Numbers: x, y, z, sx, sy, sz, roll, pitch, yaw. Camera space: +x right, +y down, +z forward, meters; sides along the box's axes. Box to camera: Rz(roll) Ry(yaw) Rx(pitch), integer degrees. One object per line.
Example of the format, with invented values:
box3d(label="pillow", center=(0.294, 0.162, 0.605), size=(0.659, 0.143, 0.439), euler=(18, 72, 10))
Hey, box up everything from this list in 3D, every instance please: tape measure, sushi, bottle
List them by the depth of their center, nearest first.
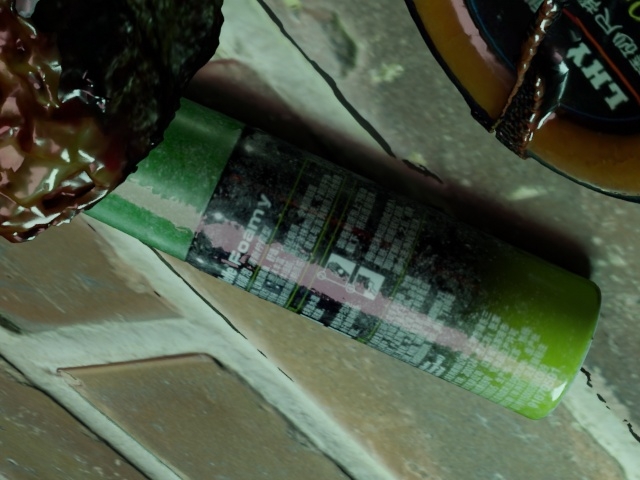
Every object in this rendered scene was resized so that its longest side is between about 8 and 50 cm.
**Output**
box3d(label="tape measure", center=(0.125, -0.117, 0.540), size=(0.202, 0.135, 0.223), euler=(50, 154, -1))
box3d(label="sushi", center=(-0.175, -0.159, 0.644), size=(0.196, 0.182, 0.343), euler=(-13, 130, 23))
box3d(label="bottle", center=(0.000, 0.000, 0.858), size=(0.330, 0.093, 0.093), euler=(25, 148, -3))

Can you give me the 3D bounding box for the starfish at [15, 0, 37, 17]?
box3d(label="starfish", center=(-0.198, -0.234, 0.370), size=(0.398, 0.132, 0.384), euler=(37, 168, -10))
